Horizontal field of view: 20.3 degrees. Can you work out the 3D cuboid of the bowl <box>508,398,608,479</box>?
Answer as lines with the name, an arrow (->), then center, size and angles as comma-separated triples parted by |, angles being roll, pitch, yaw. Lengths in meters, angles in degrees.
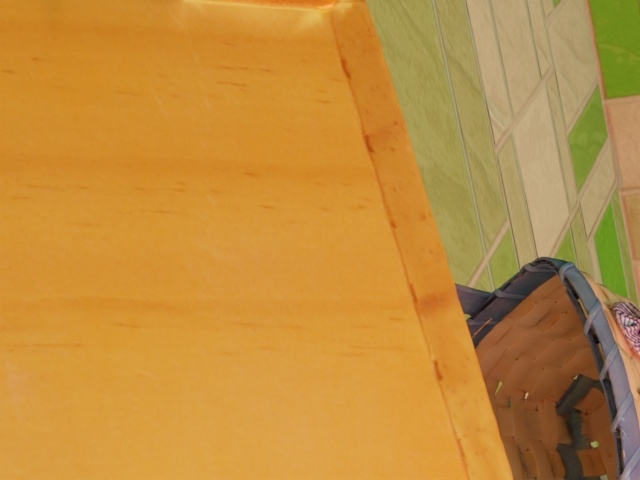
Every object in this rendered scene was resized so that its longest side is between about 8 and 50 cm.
bowl -> 0.115, 0.234, 1.452 | 0.163, 0.312, 0.311 | 68, 17, 13

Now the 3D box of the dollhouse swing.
dollhouse swing -> -0.102, 0.068, 0.819 | 0.305, 0.315, 0.346 | -9, 74, -29

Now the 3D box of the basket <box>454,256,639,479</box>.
basket -> 0.134, 0.129, 1.239 | 0.289, 0.201, 0.254 | 7, 48, -28
